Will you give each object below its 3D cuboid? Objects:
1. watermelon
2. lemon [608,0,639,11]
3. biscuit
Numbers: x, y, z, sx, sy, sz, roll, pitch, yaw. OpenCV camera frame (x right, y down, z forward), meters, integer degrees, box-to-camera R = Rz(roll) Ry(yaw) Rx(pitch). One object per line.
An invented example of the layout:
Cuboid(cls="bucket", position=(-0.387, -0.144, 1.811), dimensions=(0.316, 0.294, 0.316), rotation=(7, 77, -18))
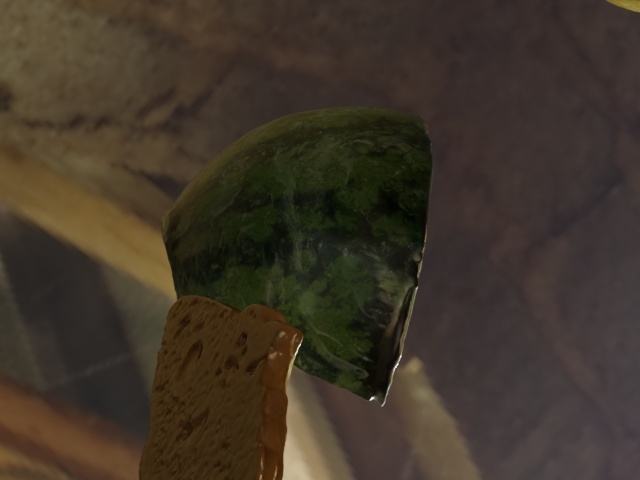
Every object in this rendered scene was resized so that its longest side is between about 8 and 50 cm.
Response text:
Cuboid(cls="watermelon", position=(0.000, 0.000, 1.489), dimensions=(0.180, 0.224, 0.305), rotation=(61, -173, -24))
Cuboid(cls="lemon", position=(0.235, -0.234, 1.276), dimensions=(0.173, 0.173, 0.206), rotation=(25, -169, -27))
Cuboid(cls="biscuit", position=(-0.064, 0.105, 1.176), dimensions=(0.035, 0.162, 0.250), rotation=(32, -163, -28))
